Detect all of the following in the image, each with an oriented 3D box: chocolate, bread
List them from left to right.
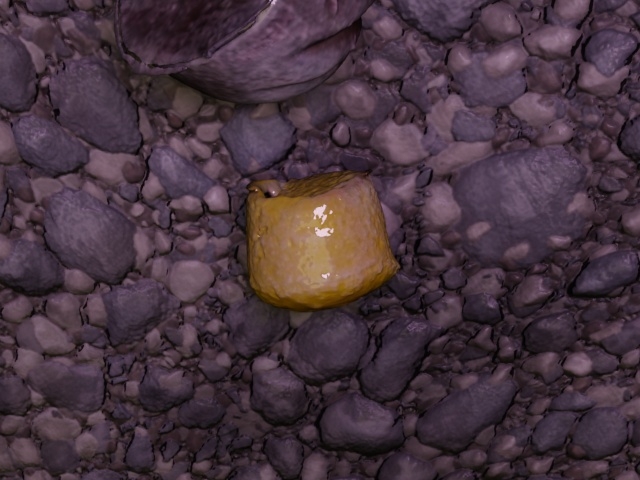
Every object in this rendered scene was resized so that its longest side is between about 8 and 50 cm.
[{"bbox_3d":[-0.052,-0.266,1.338,0.303,0.303,0.213,-39,137,20],"label":"chocolate"},{"bbox_3d":[-0.003,0.003,1.495,0.197,0.197,0.170,-6,101,8],"label":"bread"}]
